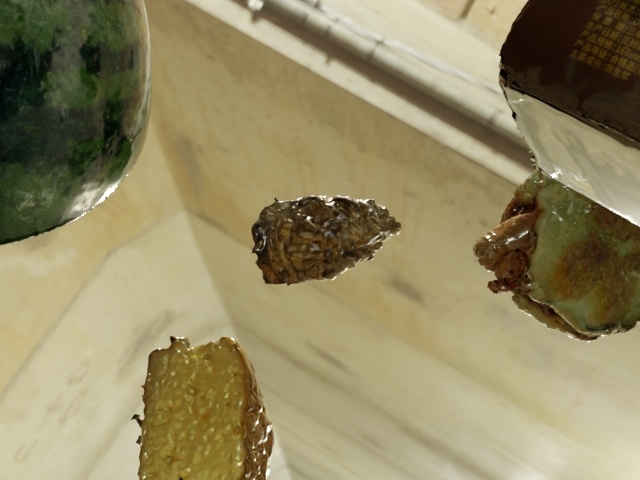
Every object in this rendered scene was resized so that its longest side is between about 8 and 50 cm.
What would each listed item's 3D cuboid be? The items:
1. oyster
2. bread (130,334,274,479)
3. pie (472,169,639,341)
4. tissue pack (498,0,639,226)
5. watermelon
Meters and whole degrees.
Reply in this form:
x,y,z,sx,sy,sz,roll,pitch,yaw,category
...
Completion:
x,y,z,sx,sy,sz,roll,pitch,yaw,category
0.007,-0.003,1.342,0.056,0.177,0.105,121,147,-76,oyster
-0.125,0.226,1.241,0.139,0.143,0.228,71,-161,-62,bread
0.349,-0.007,1.450,0.274,0.257,0.105,-55,15,0,pie
0.328,-0.079,0.762,0.210,0.370,0.198,-50,-31,-8,tissue pack
-0.277,-0.181,1.004,0.250,0.293,0.283,-61,-17,23,watermelon
